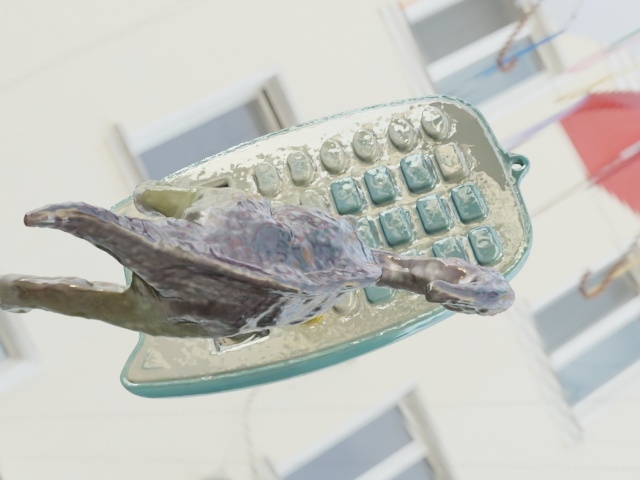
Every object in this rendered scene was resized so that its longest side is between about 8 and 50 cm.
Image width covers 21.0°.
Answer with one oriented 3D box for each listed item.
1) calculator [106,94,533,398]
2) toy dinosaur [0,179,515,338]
[{"bbox_3d":[0.000,0.000,1.493,0.054,0.386,0.256,65,5,-50],"label":"calculator"},{"bbox_3d":[-0.035,0.009,0.895,0.162,0.294,0.077,7,-80,57],"label":"toy dinosaur"}]
